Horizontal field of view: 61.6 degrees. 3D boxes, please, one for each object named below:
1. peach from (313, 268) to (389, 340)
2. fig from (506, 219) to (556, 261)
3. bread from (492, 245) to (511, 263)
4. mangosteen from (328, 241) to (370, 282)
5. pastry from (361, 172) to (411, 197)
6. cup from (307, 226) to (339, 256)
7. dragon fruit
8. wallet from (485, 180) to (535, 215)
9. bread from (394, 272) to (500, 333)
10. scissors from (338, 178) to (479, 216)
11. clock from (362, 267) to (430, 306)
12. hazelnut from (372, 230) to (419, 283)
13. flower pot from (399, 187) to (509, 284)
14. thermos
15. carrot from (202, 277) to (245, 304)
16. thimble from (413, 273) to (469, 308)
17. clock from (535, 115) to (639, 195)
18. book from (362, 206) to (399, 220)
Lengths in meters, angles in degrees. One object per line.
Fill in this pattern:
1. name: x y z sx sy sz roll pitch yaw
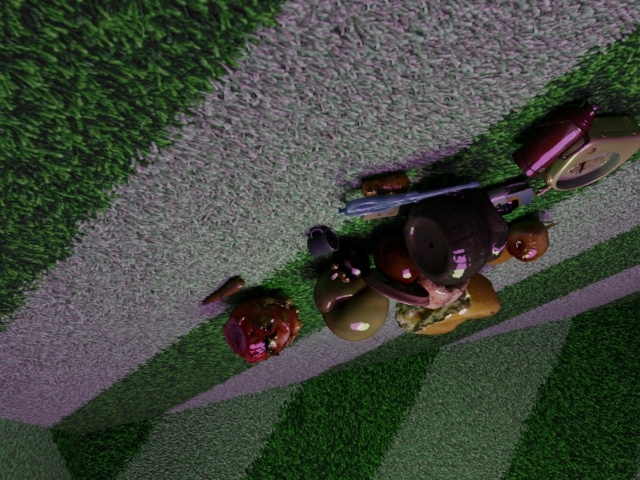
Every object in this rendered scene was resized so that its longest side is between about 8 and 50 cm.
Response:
1. peach: 0.113 0.222 1.965 0.247 0.292 0.292 -50 144 14
2. fig: 0.813 -0.023 2.028 0.257 0.159 0.159 -23 162 -31
3. bread: 0.640 0.038 2.090 0.305 0.091 0.142 8 141 -41
4. mangosteen: 0.090 0.079 1.814 0.151 0.137 0.137 -39 153 -1
5. pastry: 0.184 -0.149 1.492 0.140 0.056 0.080 -16 167 -1
6. cup: 0.000 0.000 1.698 0.077 0.078 0.100 -23 120 27
7. dragon fruit: -0.201 0.322 2.045 0.291 0.250 0.269 -15 167 -38
8. wallet: 0.573 -0.120 1.749 0.231 0.069 0.170 -19 159 9
9. bread: 0.550 0.247 2.303 0.394 0.250 0.361 7 150 -45
10. scissors: 0.241 -0.116 1.488 0.393 0.032 0.180 -11 174 10
11. clock: 0.261 0.165 1.839 0.244 0.244 0.056 9 108 -41
12. hazelnut: 0.263 0.048 1.788 0.178 0.204 0.178 -1 126 -1
13. flower pot: 0.388 -0.029 1.617 0.213 0.302 0.302 -21 160 -26
14. thermos: 0.627 -0.269 1.408 0.099 0.124 0.232 6 141 -42
15. carrot: -0.355 0.191 1.937 0.049 0.049 0.254 12 149 -43
16. thimble: 0.426 0.130 1.999 0.239 0.239 0.162 -2 153 -24
17. clock: 0.757 -0.234 1.571 0.235 0.096 0.308 -8 154 -19
18. book: 0.189 -0.091 1.663 0.111 0.014 0.077 -10 155 -9
